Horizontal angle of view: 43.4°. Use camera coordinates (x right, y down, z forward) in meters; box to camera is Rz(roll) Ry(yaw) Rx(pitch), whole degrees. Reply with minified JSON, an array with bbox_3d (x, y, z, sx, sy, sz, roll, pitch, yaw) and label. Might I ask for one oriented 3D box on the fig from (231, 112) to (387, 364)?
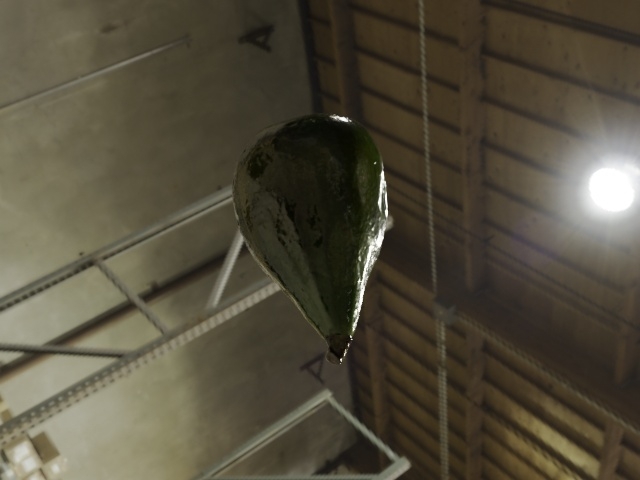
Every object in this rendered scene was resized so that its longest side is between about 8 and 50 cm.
[{"bbox_3d":[0.000,0.000,0.583,0.117,0.117,0.177,-26,-103,65],"label":"fig"}]
